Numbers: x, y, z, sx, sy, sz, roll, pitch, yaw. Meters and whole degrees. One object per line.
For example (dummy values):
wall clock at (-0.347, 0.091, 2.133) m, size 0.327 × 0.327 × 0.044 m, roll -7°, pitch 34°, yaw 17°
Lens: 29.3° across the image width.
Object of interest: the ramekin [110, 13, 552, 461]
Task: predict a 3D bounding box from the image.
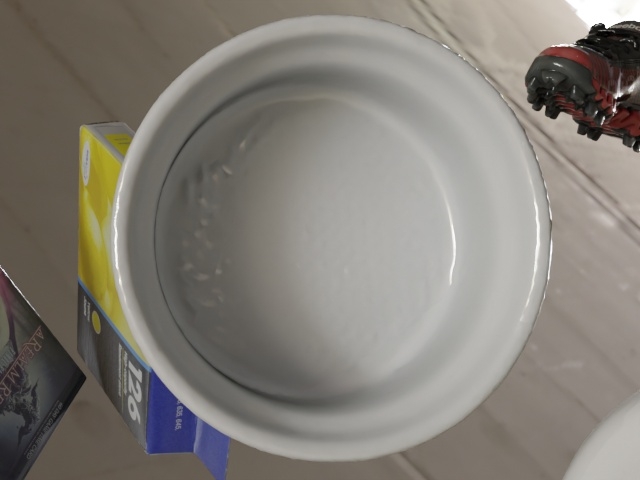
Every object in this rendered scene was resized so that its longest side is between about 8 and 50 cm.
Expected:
ramekin at (0.000, 0.000, 0.816) m, size 0.277 × 0.277 × 0.135 m, roll 37°, pitch 172°, yaw -7°

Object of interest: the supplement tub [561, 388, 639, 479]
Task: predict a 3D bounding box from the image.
supplement tub at (0.283, 0.149, 0.676) m, size 0.228 × 0.228 × 0.316 m, roll 47°, pitch -151°, yaw 18°

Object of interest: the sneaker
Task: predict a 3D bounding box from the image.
sneaker at (0.304, -0.185, 1.328) m, size 0.098 × 0.135 × 0.276 m, roll 21°, pitch -175°, yaw 32°

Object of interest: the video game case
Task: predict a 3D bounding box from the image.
video game case at (-0.364, 0.112, 1.258) m, size 0.274 × 0.026 × 0.196 m, roll 57°, pitch -145°, yaw -26°

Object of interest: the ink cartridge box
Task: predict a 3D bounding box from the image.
ink cartridge box at (-0.183, 0.066, 1.323) m, size 0.072 × 0.303 × 0.307 m, roll -7°, pitch -151°, yaw -28°
